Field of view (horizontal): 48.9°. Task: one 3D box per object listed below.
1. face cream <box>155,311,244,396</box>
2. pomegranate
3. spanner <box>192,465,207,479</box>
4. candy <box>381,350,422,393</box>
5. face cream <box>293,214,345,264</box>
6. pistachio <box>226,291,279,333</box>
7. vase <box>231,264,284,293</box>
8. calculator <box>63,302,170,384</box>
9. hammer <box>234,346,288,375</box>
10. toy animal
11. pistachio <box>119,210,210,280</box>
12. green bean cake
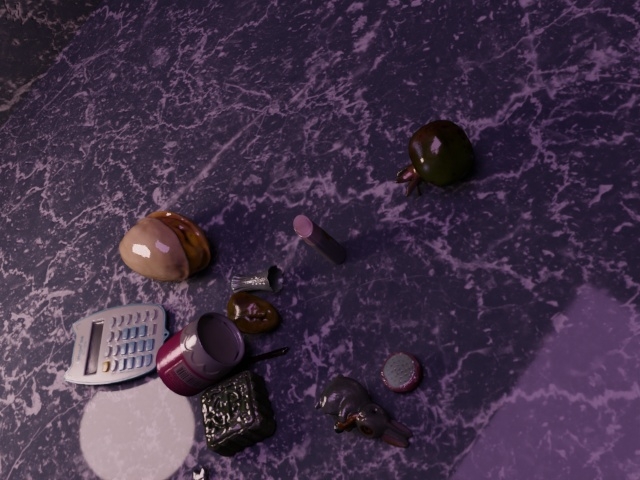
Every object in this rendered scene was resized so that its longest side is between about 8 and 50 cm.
[{"bbox_3d":[-0.329,0.313,1.934,0.195,0.175,0.175,-36,51,30],"label":"face cream"},{"bbox_3d":[0.297,-0.212,1.874,0.224,0.181,0.181,-39,50,27],"label":"pomegranate"},{"bbox_3d":[-0.284,0.683,1.810,0.054,0.015,0.254,-46,41,10],"label":"spanner"},{"bbox_3d":[0.199,0.323,1.722,0.103,0.043,0.103,-15,60,27],"label":"candy"},{"bbox_3d":[0.000,0.000,1.912,0.057,0.198,0.084,-40,53,6],"label":"face cream"},{"bbox_3d":[-0.207,0.208,1.990,0.189,0.100,0.110,19,73,35],"label":"pistachio"},{"bbox_3d":[-0.189,0.120,2.045,0.149,0.081,0.081,-10,61,31],"label":"vase"},{"bbox_3d":[-0.632,0.327,2.214,0.386,0.054,0.256,-14,59,23],"label":"calculator"},{"bbox_3d":[-0.165,0.328,1.955,0.178,0.021,0.065,-18,58,19],"label":"hammer"},{"bbox_3d":[0.103,0.412,1.690,0.236,0.108,0.138,12,72,34],"label":"toy animal"},{"bbox_3d":[-0.492,0.027,2.199,0.309,0.230,0.230,11,72,29],"label":"pistachio"},{"bbox_3d":[-0.228,0.458,1.882,0.183,0.094,0.185,-30,49,15],"label":"green bean cake"}]
